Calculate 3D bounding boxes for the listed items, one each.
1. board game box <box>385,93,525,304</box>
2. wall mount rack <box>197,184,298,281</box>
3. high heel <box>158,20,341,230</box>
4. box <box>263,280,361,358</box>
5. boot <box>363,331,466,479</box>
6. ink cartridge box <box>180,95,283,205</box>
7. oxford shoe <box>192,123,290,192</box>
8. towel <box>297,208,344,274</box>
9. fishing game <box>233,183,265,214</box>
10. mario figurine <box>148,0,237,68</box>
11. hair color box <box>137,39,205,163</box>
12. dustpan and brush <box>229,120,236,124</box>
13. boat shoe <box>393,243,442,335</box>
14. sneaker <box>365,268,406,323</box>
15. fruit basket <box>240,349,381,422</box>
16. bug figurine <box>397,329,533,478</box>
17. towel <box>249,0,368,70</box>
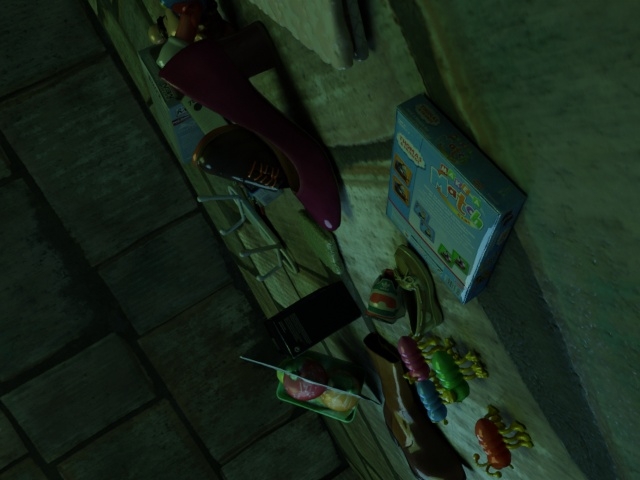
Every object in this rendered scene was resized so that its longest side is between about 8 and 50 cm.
[{"bbox_3d":[0.138,-0.037,0.679,0.160,0.039,0.211,53,166,25],"label":"board game box"},{"bbox_3d":[-0.216,-0.022,1.748,0.350,0.130,0.304,49,168,17],"label":"wall mount rack"},{"bbox_3d":[-0.104,-0.152,0.998,0.377,0.181,0.127,63,166,-14],"label":"high heel"},{"bbox_3d":[-0.029,0.192,1.466,0.103,0.184,0.261,62,167,2],"label":"box"},{"bbox_3d":[0.199,0.355,1.279,0.264,0.096,0.280,-130,22,-62],"label":"boot"},{"bbox_3d":[-0.219,-0.239,1.399,0.332,0.065,0.165,55,-176,23],"label":"ink cartridge box"},{"bbox_3d":[-0.113,-0.139,1.071,0.098,0.097,0.271,36,-160,24],"label":"oxford shoe"},{"bbox_3d":[0.000,0.000,1.286,0.148,0.027,0.110,45,160,49],"label":"towel"},{"bbox_3d":[-0.248,-0.193,1.745,0.264,0.041,0.189,52,168,26],"label":"fishing game"},{"bbox_3d":[-0.248,-0.397,0.983,0.170,0.198,0.320,23,146,20],"label":"mario figurine"},{"bbox_3d":[-0.400,-0.382,1.714,0.185,0.114,0.374,60,167,9],"label":"hair color box"},{"bbox_3d":[-0.168,-0.291,1.233,0.147,0.060,0.211,53,172,12],"label":"dustpan and brush"},{"bbox_3d":[0.138,0.077,0.903,0.056,0.048,0.153,38,156,56],"label":"boat shoe"},{"bbox_3d":[0.114,0.082,0.970,0.057,0.075,0.161,16,-171,15],"label":"sneaker"},{"bbox_3d":[-0.009,0.367,1.621,0.327,0.165,0.353,14,162,19],"label":"fruit basket"},{"bbox_3d":[0.207,0.250,0.978,0.216,0.072,0.279,62,167,-12],"label":"bug figurine"},{"bbox_3d":[-0.065,-0.382,0.646,0.332,0.053,0.317,49,164,38],"label":"towel"}]
